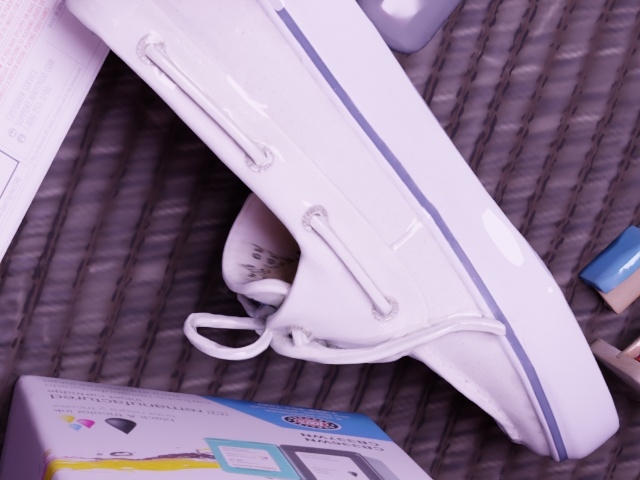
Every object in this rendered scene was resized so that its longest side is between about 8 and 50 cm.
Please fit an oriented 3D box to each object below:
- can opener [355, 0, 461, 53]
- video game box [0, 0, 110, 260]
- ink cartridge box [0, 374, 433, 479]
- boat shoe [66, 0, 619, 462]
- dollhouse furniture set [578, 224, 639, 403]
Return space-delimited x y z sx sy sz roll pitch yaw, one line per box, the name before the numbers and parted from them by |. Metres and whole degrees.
can opener | 0.128 -0.200 0.955 0.095 0.076 0.283 38 90 -17
video game box | -0.192 -0.107 0.861 0.187 0.048 0.205 34 71 -27
ink cartridge box | -0.048 0.198 0.881 0.198 0.270 0.197 8 98 -17
boat shoe | 0.002 0.002 0.918 0.156 0.136 0.367 -37 119 0
dollhouse furniture set | 0.214 -0.009 0.985 0.183 0.129 0.129 -42 108 -4
